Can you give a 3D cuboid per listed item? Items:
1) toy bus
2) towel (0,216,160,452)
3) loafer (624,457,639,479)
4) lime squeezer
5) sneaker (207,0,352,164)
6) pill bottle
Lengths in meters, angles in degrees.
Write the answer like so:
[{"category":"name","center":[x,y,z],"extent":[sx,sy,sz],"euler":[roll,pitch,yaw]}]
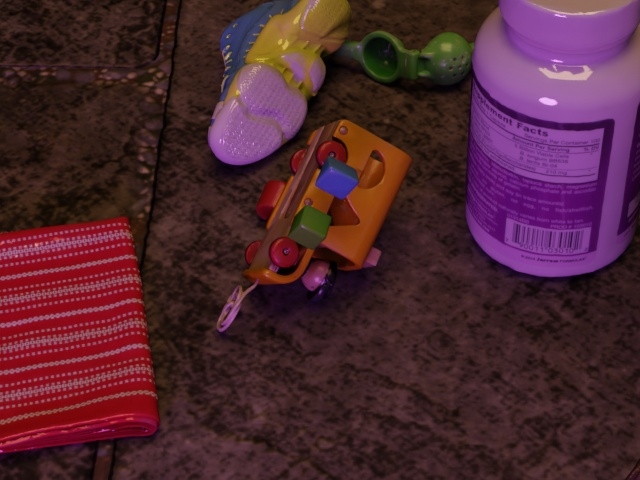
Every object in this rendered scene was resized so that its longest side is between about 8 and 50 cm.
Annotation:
[{"category":"toy bus","center":[0.007,-0.011,1.675],"extent":[0.104,0.202,0.191],"euler":[28,35,-14]},{"category":"towel","center":[-0.256,0.083,1.641],"extent":[0.199,0.031,0.275],"euler":[-7,44,-7]},{"category":"loafer","center":[0.261,0.237,1.400],"extent":[0.134,0.130,0.366],"euler":[16,47,18]},{"category":"lime squeezer","center":[0.095,-0.209,1.918],"extent":[0.310,0.059,0.110],"euler":[0,44,2]},{"category":"sneaker","center":[-0.065,-0.168,1.876],"extent":[0.126,0.091,0.240],"euler":[2,45,46]},{"category":"pill bottle","center":[0.220,-0.124,1.650],"extent":[0.169,0.301,0.169],"euler":[0,44,0]}]
